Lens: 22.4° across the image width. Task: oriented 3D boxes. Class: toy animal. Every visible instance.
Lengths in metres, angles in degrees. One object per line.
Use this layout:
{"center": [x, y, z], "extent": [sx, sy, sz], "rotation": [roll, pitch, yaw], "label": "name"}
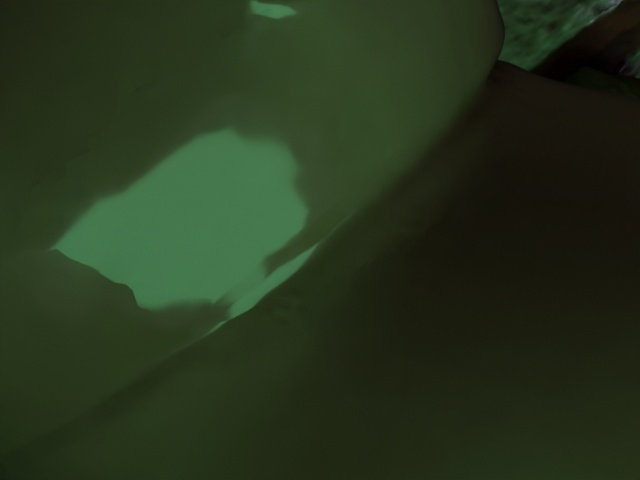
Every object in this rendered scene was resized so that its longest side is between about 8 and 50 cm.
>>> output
{"center": [0.000, 0.000, 0.409], "extent": [0.237, 0.326, 0.269], "rotation": [-62, 167, -70], "label": "toy animal"}

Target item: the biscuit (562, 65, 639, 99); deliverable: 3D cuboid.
{"center": [0.073, 0.028, 0.779], "extent": [0.273, 0.036, 0.187], "rotation": [-40, 148, 18], "label": "biscuit"}
